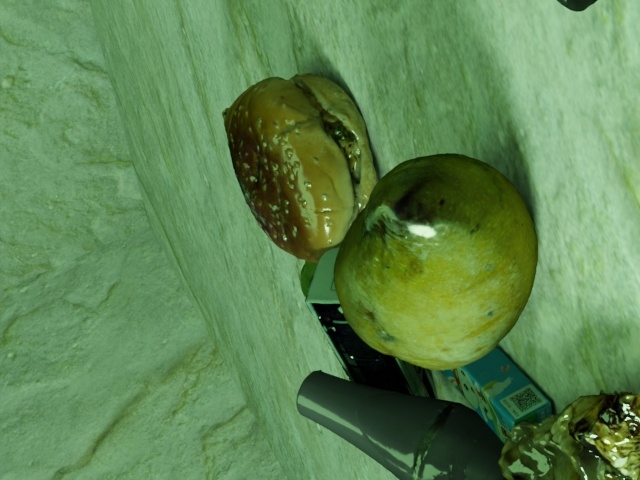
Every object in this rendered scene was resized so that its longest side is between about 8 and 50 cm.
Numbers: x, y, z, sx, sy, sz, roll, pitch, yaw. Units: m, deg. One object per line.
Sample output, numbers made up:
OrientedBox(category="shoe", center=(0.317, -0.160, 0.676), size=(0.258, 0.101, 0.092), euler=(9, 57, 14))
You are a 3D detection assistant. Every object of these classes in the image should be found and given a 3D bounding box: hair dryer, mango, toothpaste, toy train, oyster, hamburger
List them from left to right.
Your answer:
OrientedBox(category="hamburger", center=(-0.024, -0.100, 1.512), size=(0.286, 0.146, 0.243), euler=(57, 157, 35))
OrientedBox(category="toy train", center=(0.085, 0.155, 1.547), size=(0.407, 0.086, 0.088), euler=(64, -147, -50))
OrientedBox(category="hair dryer", center=(0.144, 0.306, 1.544), size=(0.301, 0.121, 0.361), euler=(19, 154, 33))
OrientedBox(category="mango", center=(0.110, 0.012, 1.114), size=(0.175, 0.176, 0.329), euler=(46, 155, 22))
OrientedBox(category="toothpaste", center=(0.173, 0.140, 1.354), size=(0.267, 0.050, 0.065), euler=(49, 162, 50))
OrientedBox(category="oyster", center=(0.239, 0.208, 1.114), size=(0.128, 0.078, 0.345), euler=(41, 159, 13))

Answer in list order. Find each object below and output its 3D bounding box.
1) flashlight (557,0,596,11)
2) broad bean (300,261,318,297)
OrientedBox(category="flashlight", center=(0.087, -0.309, 0.828), size=(0.424, 0.103, 0.103), euler=(56, 163, 38))
OrientedBox(category="broad bean", center=(0.004, 0.008, 1.761), size=(0.318, 0.056, 0.098), euler=(93, 156, -51))
